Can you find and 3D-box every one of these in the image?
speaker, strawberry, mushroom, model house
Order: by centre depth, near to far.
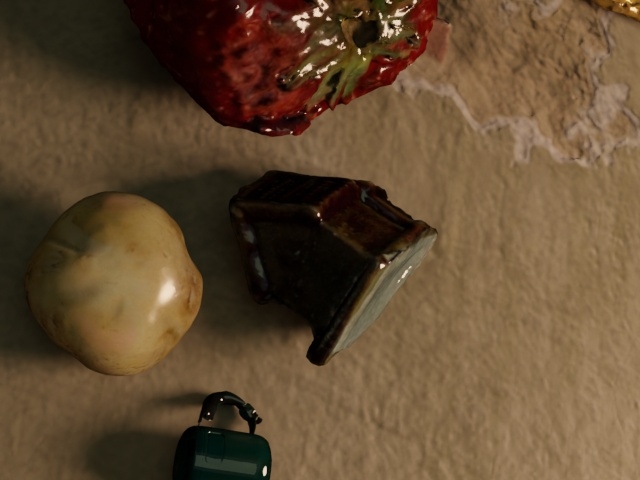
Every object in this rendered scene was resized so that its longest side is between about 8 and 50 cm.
[{"bbox_3d":[-0.163,0.035,1.056,0.148,0.112,0.148,4,76,-15],"label":"mushroom"},{"bbox_3d":[-0.077,0.165,1.069,0.075,0.060,0.094,10,72,-14],"label":"speaker"},{"bbox_3d":[-0.042,-0.231,1.122,0.274,0.274,0.220,-33,48,-21],"label":"strawberry"},{"bbox_3d":[0.003,-0.002,1.131,0.152,0.106,0.165,39,32,10],"label":"model house"}]

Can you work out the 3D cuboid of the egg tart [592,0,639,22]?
[{"bbox_3d":[0.353,-0.341,1.312,0.288,0.118,0.288,3,76,-11],"label":"egg tart"}]
